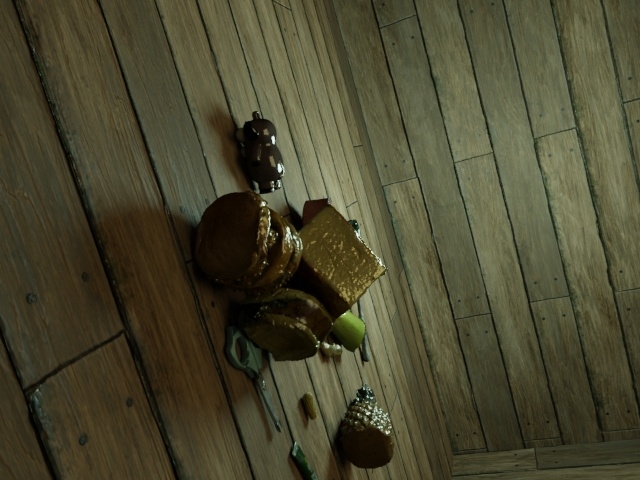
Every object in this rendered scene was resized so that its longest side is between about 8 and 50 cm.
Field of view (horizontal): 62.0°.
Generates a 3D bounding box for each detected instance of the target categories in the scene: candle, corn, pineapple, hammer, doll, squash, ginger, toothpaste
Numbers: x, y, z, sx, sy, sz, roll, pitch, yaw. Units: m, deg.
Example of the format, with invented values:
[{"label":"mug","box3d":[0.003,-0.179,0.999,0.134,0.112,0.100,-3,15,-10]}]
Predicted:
[{"label":"candle","box3d":[0.000,0.000,2.033,0.287,0.131,0.317,3,84,-77]},{"label":"corn","box3d":[-0.033,0.531,1.706,0.037,0.037,0.092,-40,114,-69]},{"label":"pineapple","box3d":[0.178,0.668,1.990,0.362,0.202,0.202,-69,142,-70]},{"label":"hammer","box3d":[0.180,0.329,2.388,0.152,0.044,0.427,-179,-99,-82]},{"label":"doll","box3d":[-0.185,-0.281,1.700,0.182,0.117,0.257,-47,122,-69]},{"label":"squash","box3d":[0.087,0.308,2.063,0.287,0.137,0.137,55,29,-42]},{"label":"ginger","box3d":[0.036,0.409,1.978,0.137,0.044,0.057,29,79,-57]},{"label":"toothpaste","box3d":[-0.039,0.690,1.593,0.049,0.031,0.204,-70,140,-61]}]

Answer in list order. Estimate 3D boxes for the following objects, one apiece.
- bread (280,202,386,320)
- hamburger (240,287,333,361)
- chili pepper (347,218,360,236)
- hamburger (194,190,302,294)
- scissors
[{"label":"bread","box3d":[0.008,0.084,1.576,0.207,0.279,0.279,-41,92,-29]},{"label":"hamburger","box3d":[-0.079,0.228,1.458,0.309,0.211,0.132,60,24,-50]},{"label":"chili pepper","box3d":[0.105,0.041,2.274,0.148,0.116,0.265,-123,-143,-73]},{"label":"hamburger","box3d":[-0.180,0.019,1.340,0.260,0.245,0.211,40,2,24]},{"label":"scissors","box3d":[-0.164,0.370,1.447,0.191,0.029,0.360,-52,124,-68]}]
